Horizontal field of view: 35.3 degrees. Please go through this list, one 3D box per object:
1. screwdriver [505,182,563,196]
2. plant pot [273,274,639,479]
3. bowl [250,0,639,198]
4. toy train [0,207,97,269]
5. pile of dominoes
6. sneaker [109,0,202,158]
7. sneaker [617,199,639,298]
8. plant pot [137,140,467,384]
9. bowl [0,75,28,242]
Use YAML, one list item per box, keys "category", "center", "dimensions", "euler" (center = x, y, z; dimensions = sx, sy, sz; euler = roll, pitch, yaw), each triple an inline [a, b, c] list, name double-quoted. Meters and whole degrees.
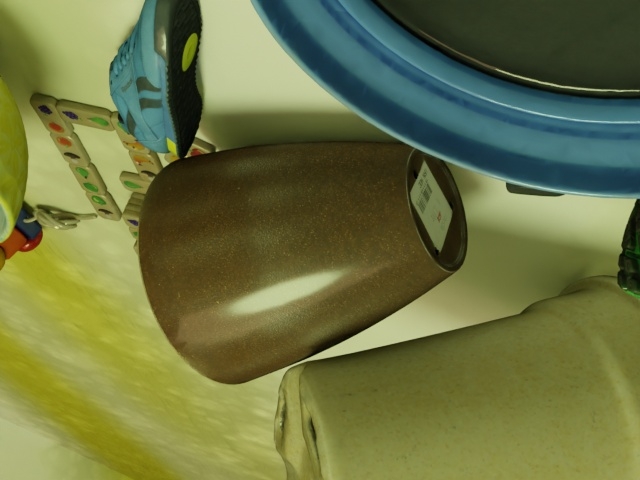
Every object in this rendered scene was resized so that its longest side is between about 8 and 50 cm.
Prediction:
- category: "screwdriver"
  center: [0.230, -0.043, 0.796]
  dimensions: [0.170, 0.025, 0.024]
  euler: [6, 151, 27]
- category: "plant pot"
  center: [0.127, 0.207, 0.889]
  dimensions: [0.306, 0.333, 0.334]
  euler: [-4, 158, -14]
- category: "bowl"
  center: [0.141, -0.161, 0.566]
  dimensions: [0.391, 0.077, 0.391]
  euler: [16, 154, 8]
- category: "toy train"
  center: [-0.399, 0.017, 1.220]
  dimensions: [0.248, 0.143, 0.105]
  euler: [5, 151, 28]
- category: "pile of dominoes"
  center: [-0.184, -0.048, 1.061]
  dimensions: [0.196, 0.040, 0.251]
  euler: [13, 154, 14]
- category: "sneaker"
  center: [-0.143, -0.139, 0.820]
  dimensions: [0.082, 0.069, 0.209]
  euler: [22, 155, 3]
- category: "sneaker"
  center: [0.345, -0.009, 0.655]
  dimensions: [0.146, 0.134, 0.344]
  euler: [33, 151, -27]
- category: "plant pot"
  center: [0.000, 0.000, 0.869]
  dimensions: [0.231, 0.215, 0.215]
  euler: [-16, 139, 31]
- category: "bowl"
  center: [-0.377, -0.133, 0.895]
  dimensions: [0.290, 0.156, 0.289]
  euler: [15, 154, 8]
